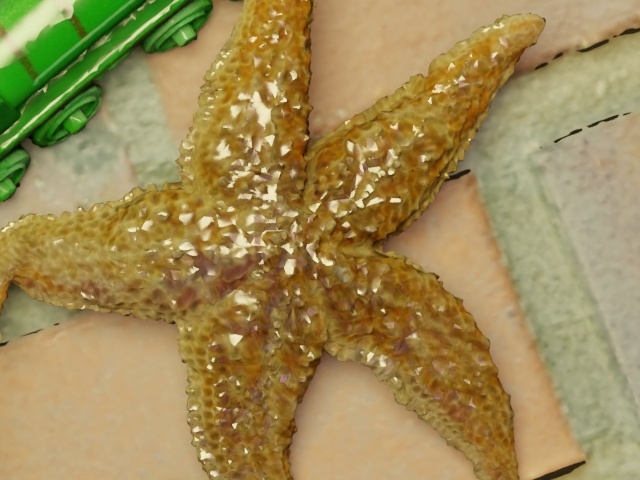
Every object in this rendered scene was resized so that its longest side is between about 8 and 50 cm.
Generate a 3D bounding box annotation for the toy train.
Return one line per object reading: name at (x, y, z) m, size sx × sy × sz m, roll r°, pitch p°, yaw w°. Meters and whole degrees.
toy train at (-0.112, -0.106, 0.785) m, size 0.251 × 0.119 × 0.085 m, roll -41°, pitch 85°, yaw -2°

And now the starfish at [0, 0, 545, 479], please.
starfish at (0.000, 0.000, 0.777) m, size 0.299 × 0.060 × 0.302 m, roll 21°, pitch 96°, yaw -3°
